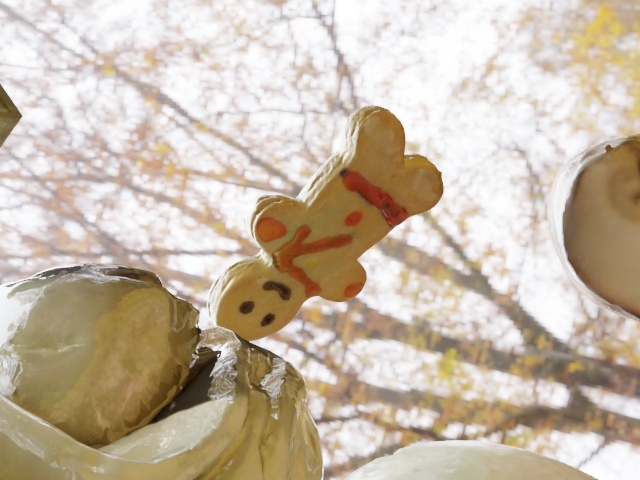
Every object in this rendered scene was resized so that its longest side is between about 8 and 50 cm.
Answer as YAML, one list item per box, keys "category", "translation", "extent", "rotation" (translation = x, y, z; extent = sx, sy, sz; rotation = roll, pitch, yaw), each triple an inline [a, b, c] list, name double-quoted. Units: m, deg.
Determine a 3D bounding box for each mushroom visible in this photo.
- category: "mushroom"
  translation: [0.384, -0.017, 1.459]
  extent: [0.397, 0.314, 0.224]
  rotation: [31, -143, -88]

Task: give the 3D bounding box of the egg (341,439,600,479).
- category: "egg"
  translation: [0.046, 0.189, 0.630]
  extent: [0.271, 0.206, 0.161]
  rotation: [-44, -44, -15]

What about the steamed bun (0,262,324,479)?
- category: "steamed bun"
  translation: [-0.152, 0.129, 0.837]
  extent: [0.394, 0.347, 0.237]
  rotation: [8, -91, -50]

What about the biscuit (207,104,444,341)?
- category: "biscuit"
  translation: [0.000, 0.000, 1.188]
  extent: [0.234, 0.030, 0.153]
  rotation: [-42, -47, 5]

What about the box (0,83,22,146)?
- category: "box"
  translation: [-0.263, -0.085, 1.007]
  extent: [0.084, 0.063, 0.060]
  rotation: [-51, -27, 18]
